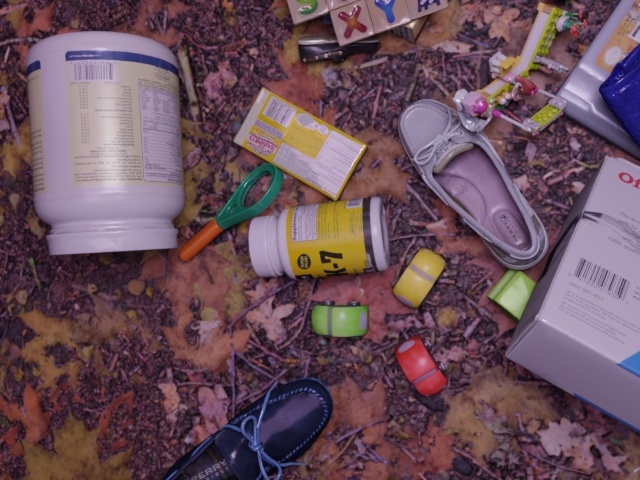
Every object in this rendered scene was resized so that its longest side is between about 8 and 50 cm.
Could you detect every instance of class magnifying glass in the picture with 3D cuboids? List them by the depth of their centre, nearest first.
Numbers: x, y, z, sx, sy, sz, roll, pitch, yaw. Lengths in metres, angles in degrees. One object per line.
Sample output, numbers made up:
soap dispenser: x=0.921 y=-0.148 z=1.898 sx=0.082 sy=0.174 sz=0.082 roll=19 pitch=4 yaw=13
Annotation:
magnifying glass: x=-0.151 y=-0.043 z=1.135 sx=0.231 sy=0.092 sz=0.026 roll=-38 pitch=128 yaw=16

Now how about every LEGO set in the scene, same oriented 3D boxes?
LEGO set: x=0.323 y=-0.257 z=0.984 sx=0.107 sy=0.132 sz=0.287 roll=38 pitch=88 yaw=34

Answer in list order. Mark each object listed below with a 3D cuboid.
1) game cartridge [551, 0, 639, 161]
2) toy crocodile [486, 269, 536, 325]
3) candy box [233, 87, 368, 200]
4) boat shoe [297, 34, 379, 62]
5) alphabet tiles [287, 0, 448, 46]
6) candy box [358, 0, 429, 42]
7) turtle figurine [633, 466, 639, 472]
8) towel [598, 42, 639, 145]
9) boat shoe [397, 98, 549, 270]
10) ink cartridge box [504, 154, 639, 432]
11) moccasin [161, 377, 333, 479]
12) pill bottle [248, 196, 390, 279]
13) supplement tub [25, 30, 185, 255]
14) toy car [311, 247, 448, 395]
game cartridge: x=0.509 y=-0.277 z=1.002 sx=0.198 sy=0.062 sz=0.297 roll=35 pitch=97 yaw=14
toy crocodile: x=0.403 y=0.165 z=1.007 sx=0.340 sy=0.105 sz=0.115 roll=35 pitch=86 yaw=13
candy box: x=-0.034 y=-0.160 z=1.126 sx=0.206 sy=0.027 sz=0.105 roll=31 pitch=99 yaw=10
boat shoe: x=0.029 y=-0.314 z=1.106 sx=0.133 sy=0.049 sz=0.042 roll=-3 pitch=118 yaw=5
alphabet tiles: x=0.061 y=-0.482 z=1.023 sx=0.285 sy=0.011 sz=0.342 roll=-17 pitch=86 yaw=11
candy box: x=0.053 y=-0.471 z=1.076 sx=0.316 sy=0.087 sz=0.183 roll=29 pitch=96 yaw=10
turtle figurine: x=0.529 y=0.336 z=0.902 sx=0.234 sy=0.118 sz=0.175 roll=-36 pitch=43 yaw=26
towel: x=0.553 y=-0.175 z=0.938 sx=0.227 sy=0.076 sz=0.308 roll=-40 pitch=105 yaw=12
boat shoe: x=0.225 y=-0.096 z=1.021 sx=0.118 sy=0.103 sz=0.320 roll=-35 pitch=71 yaw=10
ink cartridge box: x=0.418 y=0.068 z=0.908 sx=0.223 sy=0.129 sz=0.307 roll=29 pitch=59 yaw=10
moccasin: x=-0.122 y=0.356 z=1.101 sx=0.342 sy=0.117 sz=0.138 roll=-41 pitch=83 yaw=9
pill bottle: x=0.000 y=0.000 z=1.074 sx=0.208 sy=0.119 sz=0.119 roll=-7 pitch=89 yaw=12
supplement tub: x=-0.338 y=-0.143 z=1.083 sx=0.235 sy=0.235 sz=0.325 roll=-3 pitch=90 yaw=12
toy car: x=0.091 y=0.133 z=1.088 sx=0.225 sy=0.053 sz=0.239 roll=0 pitch=90 yaw=11
